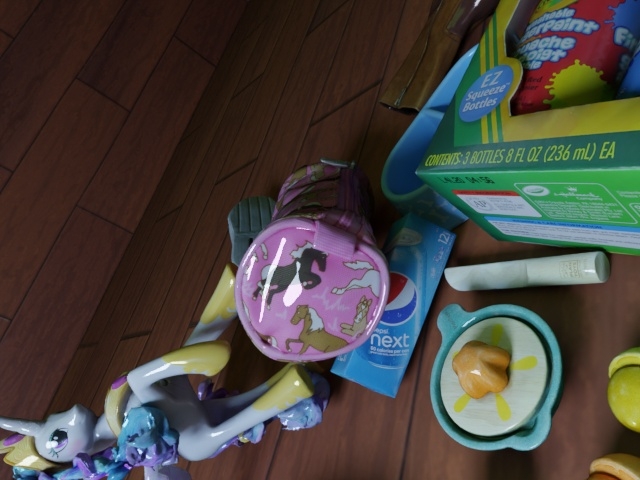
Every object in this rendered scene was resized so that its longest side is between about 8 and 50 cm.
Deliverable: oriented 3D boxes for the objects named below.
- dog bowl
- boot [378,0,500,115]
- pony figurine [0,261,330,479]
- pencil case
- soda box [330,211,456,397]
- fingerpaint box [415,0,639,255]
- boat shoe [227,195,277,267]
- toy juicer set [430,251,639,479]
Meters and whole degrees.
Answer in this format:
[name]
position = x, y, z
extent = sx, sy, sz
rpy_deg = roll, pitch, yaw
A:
[dog bowl]
position = 0.194, -0.149, 0.709
extent = 0.297, 0.074, 0.166
rpy_deg = -54, 29, 7
[boot]
position = 0.217, -0.334, 0.836
extent = 0.280, 0.096, 0.264
rpy_deg = -58, 29, 0
[pony figurine]
position = -0.172, 0.241, 0.678
extent = 0.363, 0.351, 0.303
rpy_deg = -32, 36, 6
[pencil case]
position = 0.000, 0.000, 0.665
extent = 0.160, 0.167, 0.386
rpy_deg = -13, 17, 8
[soda box]
position = 0.089, 0.076, 0.635
extent = 0.071, 0.067, 0.210
rpy_deg = 136, 159, -74
[fingerpaint box]
position = 0.338, -0.175, 0.412
extent = 0.445, 0.163, 0.371
rpy_deg = 13, 73, 60
[boat shoe]
position = -0.131, 0.009, 1.038
extent = 0.302, 0.109, 0.094
rpy_deg = -93, 1, -58
[toy juicer set]
position = 0.184, 0.107, 0.453
extent = 0.209, 0.089, 0.329
rpy_deg = -33, 36, 39
